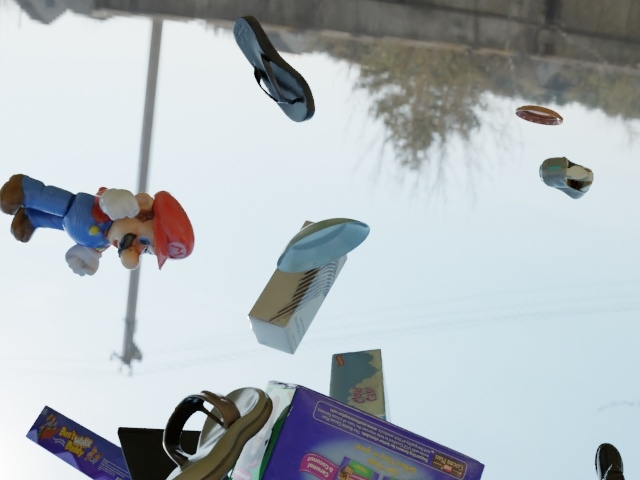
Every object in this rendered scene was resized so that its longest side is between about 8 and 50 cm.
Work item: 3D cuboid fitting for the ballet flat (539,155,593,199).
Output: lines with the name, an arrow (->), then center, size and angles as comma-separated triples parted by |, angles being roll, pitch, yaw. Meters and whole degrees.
ballet flat -> 0.510, -0.124, 1.844 | 0.068, 0.072, 0.213 | -7, 171, 38

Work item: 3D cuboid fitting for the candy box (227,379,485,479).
candy box -> 0.011, 0.362, 1.080 | 0.268, 0.317, 0.122 | 26, 164, -16

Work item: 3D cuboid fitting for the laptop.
laptop -> -0.250, 0.449, 1.462 | 0.136, 0.265, 0.234 | 23, -178, 36

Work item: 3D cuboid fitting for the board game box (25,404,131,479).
board game box -> -0.408, 0.463, 1.860 | 0.347, 0.078, 0.233 | 14, 156, 42

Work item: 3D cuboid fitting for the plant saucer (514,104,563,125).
plant saucer -> 0.379, -0.218, 1.591 | 0.083, 0.013, 0.083 | 14, 176, 1

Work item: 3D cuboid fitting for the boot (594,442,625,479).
boot -> 0.451, 0.367, 1.426 | 0.045, 0.121, 0.099 | 1, 157, 13

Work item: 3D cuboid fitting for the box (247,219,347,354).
box -> -0.044, 0.096, 1.951 | 0.094, 0.113, 0.275 | 15, -124, 23

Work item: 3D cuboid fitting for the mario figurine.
mario figurine -> -0.362, -0.011, 1.491 | 0.320, 0.170, 0.198 | 9, -176, 7

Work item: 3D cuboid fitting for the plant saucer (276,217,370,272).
plant saucer -> 0.000, 0.000, 1.767 | 0.194, 0.195, 0.038 | -4, -118, -41

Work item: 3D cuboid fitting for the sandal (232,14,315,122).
sandal -> -0.102, -0.325, 1.799 | 0.054, 0.097, 0.254 | -28, -106, -34

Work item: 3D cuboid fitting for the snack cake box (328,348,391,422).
snack cake box -> 0.067, 0.288, 1.441 | 0.089, 0.152, 0.264 | -7, -166, 4

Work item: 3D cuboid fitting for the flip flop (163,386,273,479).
flip flop -> -0.125, 0.203, 0.961 | 0.080, 0.112, 0.277 | 47, -167, 1
